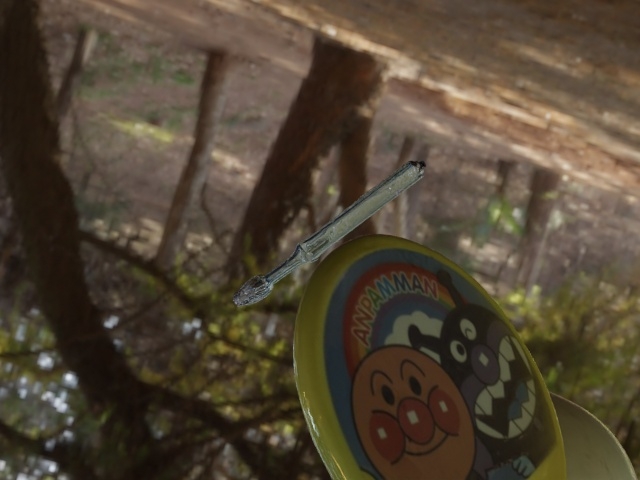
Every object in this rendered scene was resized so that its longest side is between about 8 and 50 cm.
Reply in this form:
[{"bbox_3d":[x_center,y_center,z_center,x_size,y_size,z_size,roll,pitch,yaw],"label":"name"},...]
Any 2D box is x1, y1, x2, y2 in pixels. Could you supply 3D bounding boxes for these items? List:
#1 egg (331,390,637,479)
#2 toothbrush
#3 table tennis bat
[{"bbox_3d":[0.120,0.218,0.860,0.269,0.219,0.219,-6,-162,-35],"label":"egg"},{"bbox_3d":[0.003,-0.002,1.135,0.026,0.294,0.028,56,-143,4],"label":"toothbrush"},{"bbox_3d":[0.110,0.159,0.705,0.224,0.054,0.369,-30,-93,-52],"label":"table tennis bat"}]
